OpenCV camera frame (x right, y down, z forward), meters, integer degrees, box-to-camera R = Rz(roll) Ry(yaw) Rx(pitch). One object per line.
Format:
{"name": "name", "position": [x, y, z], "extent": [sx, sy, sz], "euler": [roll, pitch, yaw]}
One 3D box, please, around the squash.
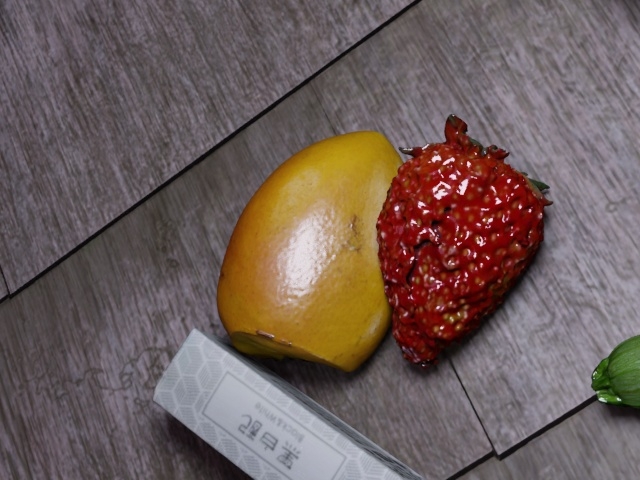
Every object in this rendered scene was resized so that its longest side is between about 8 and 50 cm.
{"name": "squash", "position": [0.355, 0.111, 1.511], "extent": [0.219, 0.068, 0.077], "euler": [-14, 70, 26]}

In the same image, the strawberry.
{"name": "strawberry", "position": [0.121, 0.006, 1.626], "extent": [0.174, 0.098, 0.228], "euler": [33, 89, -6]}

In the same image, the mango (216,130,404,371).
{"name": "mango", "position": [0.000, 0.000, 1.715], "extent": [0.187, 0.138, 0.257], "euler": [11, 79, 13]}

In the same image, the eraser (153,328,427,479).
{"name": "eraser", "position": [0.002, 0.230, 1.658], "extent": [0.404, 0.098, 0.096], "euler": [33, 91, 36]}
